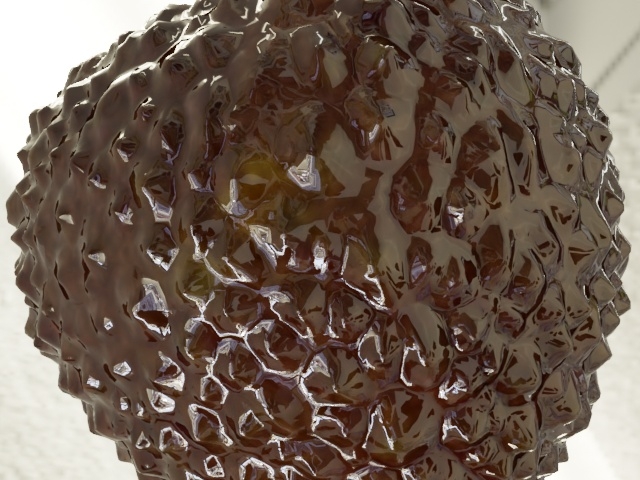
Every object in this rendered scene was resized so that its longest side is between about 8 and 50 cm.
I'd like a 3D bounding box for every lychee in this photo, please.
[{"bbox_3d":[0.000,0.000,0.870,0.275,0.275,0.304,-9,-108,-40],"label":"lychee"}]
